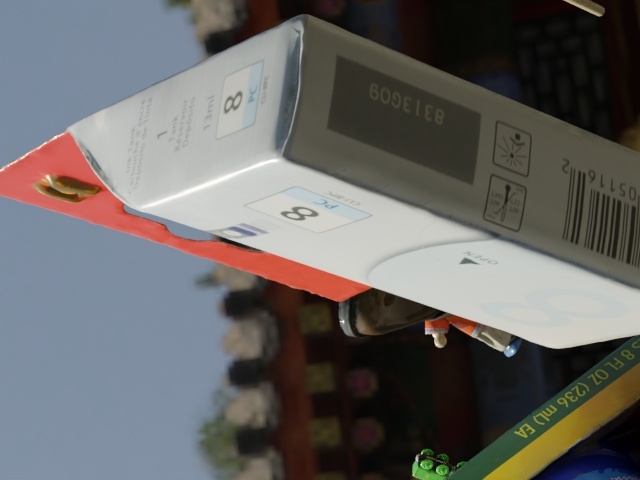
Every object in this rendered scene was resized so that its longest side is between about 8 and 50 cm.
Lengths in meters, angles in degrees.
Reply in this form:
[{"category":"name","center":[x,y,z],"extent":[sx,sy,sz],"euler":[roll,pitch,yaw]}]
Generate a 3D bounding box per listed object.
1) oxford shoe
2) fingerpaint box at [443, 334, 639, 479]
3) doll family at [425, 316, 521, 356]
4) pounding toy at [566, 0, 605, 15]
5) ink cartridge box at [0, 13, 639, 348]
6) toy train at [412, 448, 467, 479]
[{"category":"oxford shoe","center":[0.101,0.029,1.663],"extent":[0.227,0.096,0.083],"euler":[-24,-59,-47]},{"category":"fingerpaint box","center":[0.228,0.254,1.202],"extent":[0.371,0.445,0.163],"euler":[43,165,51]},{"category":"doll family","center":[0.180,-0.012,2.043],"extent":[0.263,0.163,0.118],"euler":[-65,8,-9]},{"category":"pounding toy","center":[0.219,-0.273,1.945],"extent":[0.141,0.130,0.100],"euler":[-30,-63,-88]},{"category":"ink cartridge box","center":[0.000,0.000,1.203],"extent":[0.308,0.385,0.091],"euler":[18,-112,-32]},{"category":"toy train","center":[0.107,0.178,1.478],"extent":[0.083,0.023,0.017],"euler":[21,-146,-10]}]
